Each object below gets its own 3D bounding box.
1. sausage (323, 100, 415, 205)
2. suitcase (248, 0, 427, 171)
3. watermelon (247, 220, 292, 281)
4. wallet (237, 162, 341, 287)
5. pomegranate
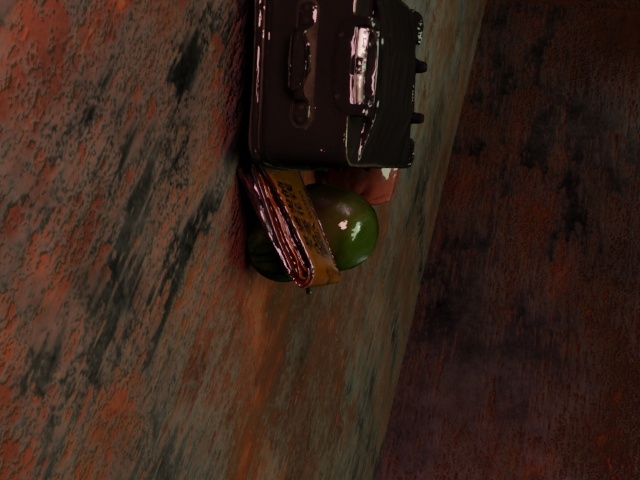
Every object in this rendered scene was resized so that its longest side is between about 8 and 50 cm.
[{"bbox_3d":[0.088,-0.202,1.640,0.152,0.152,0.279,32,67,-74],"label":"sausage"},{"bbox_3d":[0.030,-0.236,1.315,0.434,0.194,0.282,-16,110,-74],"label":"suitcase"},{"bbox_3d":[-0.073,0.014,1.321,0.105,0.062,0.105,-14,90,-77],"label":"watermelon"},{"bbox_3d":[-0.034,-0.026,1.296,0.195,0.042,0.161,64,18,7],"label":"wallet"},{"bbox_3d":[0.000,0.000,1.443,0.191,0.152,0.131,-55,152,-30],"label":"pomegranate"}]
